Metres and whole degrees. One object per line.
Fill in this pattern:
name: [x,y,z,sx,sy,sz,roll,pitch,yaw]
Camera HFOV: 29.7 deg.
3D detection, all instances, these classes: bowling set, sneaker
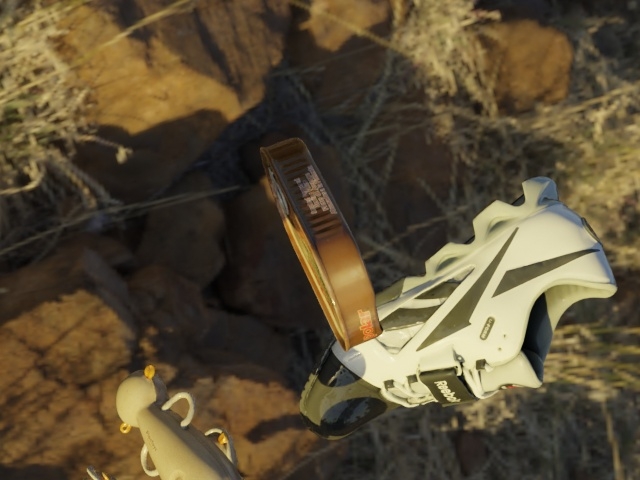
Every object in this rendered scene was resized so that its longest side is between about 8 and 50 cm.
bowling set: [-0.108,0.249,1.018,0.200,0.154,0.287,6,122,-48]
sneaker: [0.124,0.099,1.108,0.122,0.330,0.146,26,25,-57]

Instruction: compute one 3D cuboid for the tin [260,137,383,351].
tin: [0.000,0.000,0.917,0.106,0.040,0.190,81,-13,-47]
